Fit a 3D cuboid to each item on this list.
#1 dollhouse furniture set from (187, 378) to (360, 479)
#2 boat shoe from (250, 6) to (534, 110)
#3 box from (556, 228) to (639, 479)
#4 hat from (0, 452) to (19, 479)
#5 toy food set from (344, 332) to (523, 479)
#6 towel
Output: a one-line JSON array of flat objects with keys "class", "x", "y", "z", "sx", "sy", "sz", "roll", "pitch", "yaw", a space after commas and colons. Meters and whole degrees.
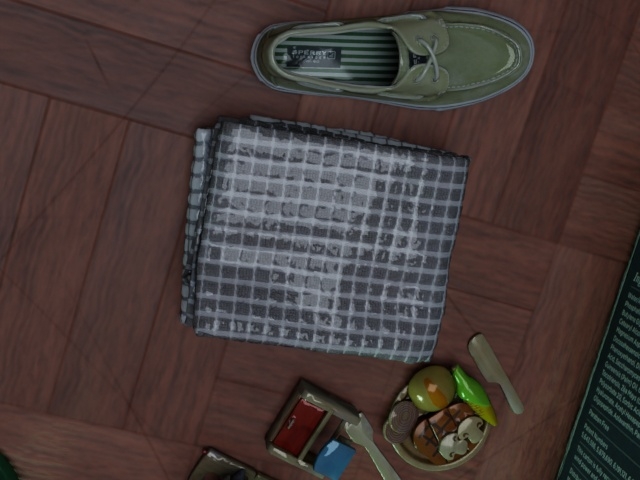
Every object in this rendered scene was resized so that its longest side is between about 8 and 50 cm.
[{"class": "dollhouse furniture set", "x": -0.052, "y": 0.252, "z": 1.203, "sx": 0.129, "sy": 0.129, "sz": 0.184, "roll": 29, "pitch": 99, "yaw": -15}, {"class": "boat shoe", "x": 0.081, "y": -0.182, "z": 1.149, "sx": 0.302, "sy": 0.094, "sz": 0.109, "roll": -5, "pitch": 103, "yaw": -9}, {"class": "box", "x": 0.571, "y": 0.193, "z": 1.224, "sx": 0.479, "sy": 0.297, "sz": 0.472, "roll": 13, "pitch": 98, "yaw": -13}, {"class": "hat", "x": -0.424, "y": 0.327, "z": 1.182, "sx": 0.183, "sy": 0.173, "sz": 0.208, "roll": -38, "pitch": 65, "yaw": 33}, {"class": "toy food set", "x": 0.137, "y": 0.206, "z": 1.276, "sx": 0.192, "sy": 0.038, "sz": 0.132, "roll": -34, "pitch": 106, "yaw": -1}, {"class": "towel", "x": 0.000, "y": 0.000, "z": 1.163, "sx": 0.283, "sy": 0.121, "sz": 0.235, "roll": 7, "pitch": 101, "yaw": -11}]
